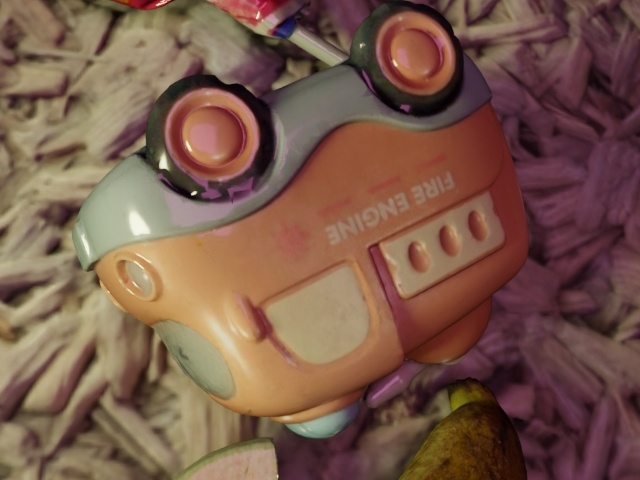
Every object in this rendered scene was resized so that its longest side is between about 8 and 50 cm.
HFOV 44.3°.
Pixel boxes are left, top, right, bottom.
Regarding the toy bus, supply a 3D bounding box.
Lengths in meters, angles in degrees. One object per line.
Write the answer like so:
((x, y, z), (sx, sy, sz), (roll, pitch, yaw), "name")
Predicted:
((0.000, 0.000, 0.524), (0.288, 0.194, 0.232), (-28, 94, -22), "toy bus")

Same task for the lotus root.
((0.094, 0.176, 0.534), (0.108, 0.095, 0.190), (49, 57, -34), "lotus root")

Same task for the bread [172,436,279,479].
((-0.072, 0.231, 0.502), (0.112, 0.036, 0.192), (-7, 78, -12), "bread")

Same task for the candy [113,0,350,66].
((-0.041, -0.179, 0.618), (0.366, 0.124, 0.124), (29, 68, -13), "candy")
